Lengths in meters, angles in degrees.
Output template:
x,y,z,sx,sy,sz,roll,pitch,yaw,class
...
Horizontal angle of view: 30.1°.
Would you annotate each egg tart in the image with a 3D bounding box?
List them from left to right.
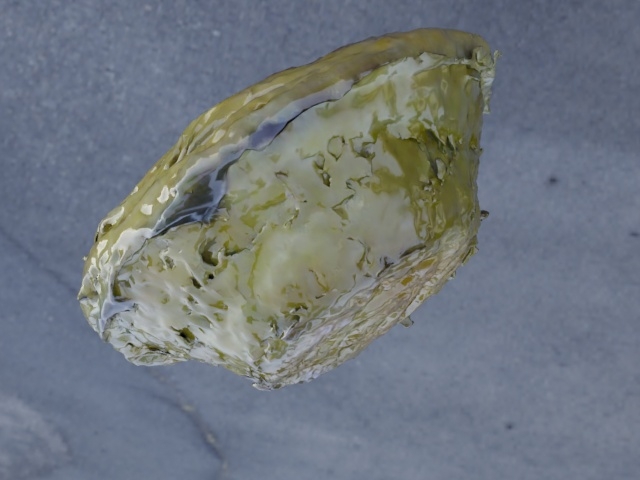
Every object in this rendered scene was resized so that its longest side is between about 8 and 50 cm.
x,y,z,sx,sy,sz,roll,pitch,yaw,class
0.000,-0.001,0.784,0.341,0.132,0.341,-31,164,-10,egg tart
